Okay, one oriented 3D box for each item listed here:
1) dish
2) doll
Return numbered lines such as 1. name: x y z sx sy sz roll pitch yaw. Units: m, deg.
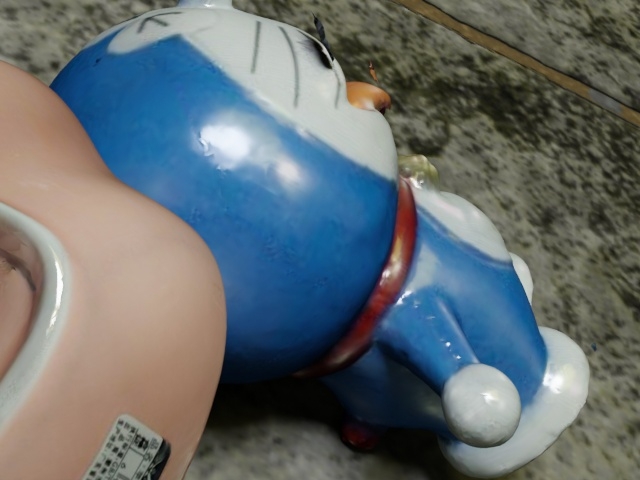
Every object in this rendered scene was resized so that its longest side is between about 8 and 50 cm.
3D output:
1. dish: -0.137 0.026 0.498 0.213 0.090 0.213 0 70 1
2. doll: 0.000 0.000 0.658 0.257 0.161 0.215 27 9 -30
